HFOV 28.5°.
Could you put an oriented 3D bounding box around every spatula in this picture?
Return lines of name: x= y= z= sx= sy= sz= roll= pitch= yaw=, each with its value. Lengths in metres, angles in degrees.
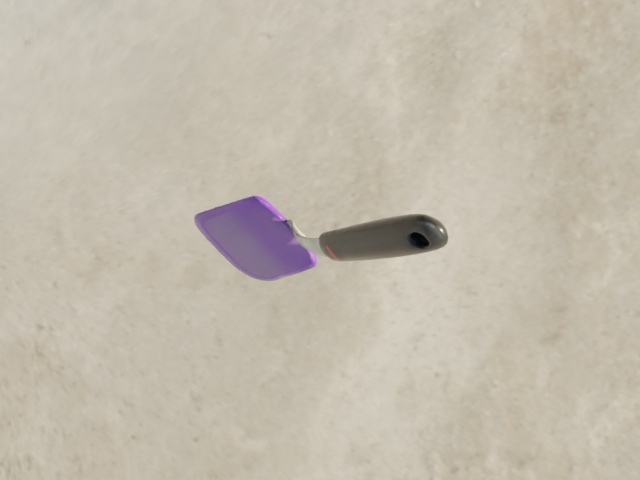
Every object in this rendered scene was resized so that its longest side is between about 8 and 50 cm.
spatula: x=0.000 y=0.000 z=0.926 sx=0.084 sy=0.296 sz=0.030 roll=49 pitch=67 yaw=-21
